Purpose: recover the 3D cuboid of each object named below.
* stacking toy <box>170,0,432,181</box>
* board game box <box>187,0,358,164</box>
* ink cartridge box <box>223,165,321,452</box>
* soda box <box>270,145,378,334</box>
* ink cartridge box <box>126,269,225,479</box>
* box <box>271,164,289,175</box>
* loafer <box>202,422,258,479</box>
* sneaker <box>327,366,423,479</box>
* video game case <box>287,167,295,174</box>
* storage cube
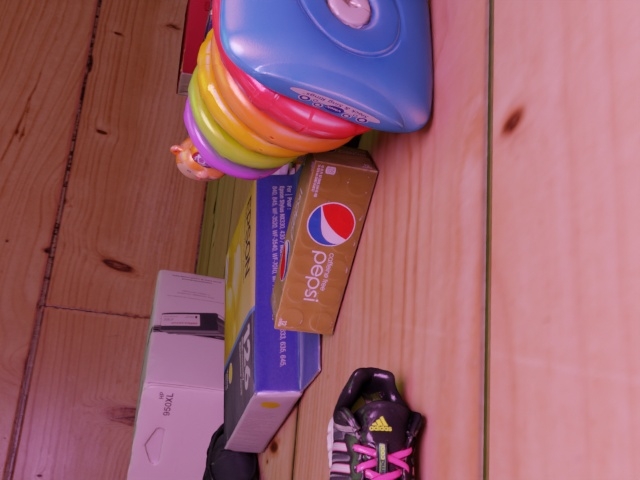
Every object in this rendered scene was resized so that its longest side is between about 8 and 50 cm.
[{"bbox_3d":[-0.056,-0.118,0.673,0.302,0.175,0.165,-33,47,52],"label":"stacking toy"},{"bbox_3d":[-0.038,-0.151,0.785,0.048,0.170,0.141,-97,21,-56],"label":"board game box"},{"bbox_3d":[-0.071,0.080,1.005,0.307,0.072,0.303,114,158,-56],"label":"ink cartridge box"},{"bbox_3d":[0.000,0.000,0.764,0.058,0.061,0.181,-106,27,-62],"label":"soda box"},{"bbox_3d":[-0.276,0.284,1.577,0.395,0.166,0.285,-103,24,-61],"label":"ink cartridge box"},{"bbox_3d":[-0.050,-0.255,1.139,0.067,0.063,0.323,-153,74,-79],"label":"box"},{"bbox_3d":[-0.127,0.307,1.095,0.223,0.076,0.078,-167,78,-81],"label":"loafer"},{"bbox_3d":[0.035,0.143,0.503,0.170,0.063,0.074,-95,11,-62],"label":"sneaker"},{"bbox_3d":[-0.053,-0.033,1.148,0.087,0.011,0.122,118,157,-57],"label":"video game case"},{"bbox_3d":[-0.219,-0.428,1.774,0.215,0.184,0.193,159,117,-75],"label":"storage cube"}]
